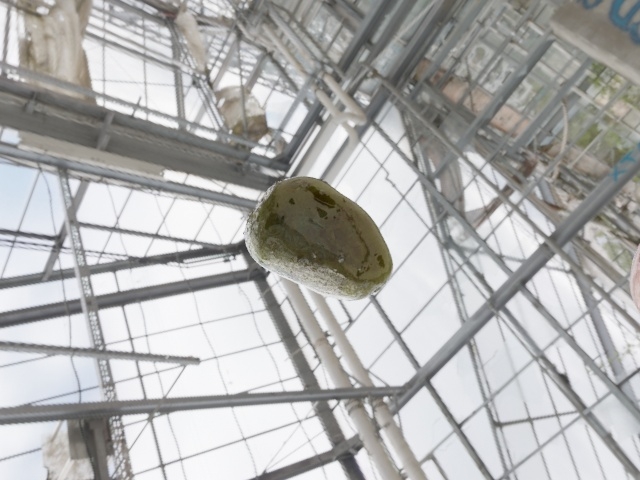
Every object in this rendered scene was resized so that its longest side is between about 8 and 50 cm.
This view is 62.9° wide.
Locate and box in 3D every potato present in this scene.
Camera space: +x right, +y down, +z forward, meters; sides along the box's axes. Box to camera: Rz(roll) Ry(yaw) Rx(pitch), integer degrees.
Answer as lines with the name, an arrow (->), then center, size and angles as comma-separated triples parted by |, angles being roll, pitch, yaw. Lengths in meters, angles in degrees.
potato -> 0.000, 0.000, 1.031 | 0.307, 0.210, 0.173 | 32, 178, 5

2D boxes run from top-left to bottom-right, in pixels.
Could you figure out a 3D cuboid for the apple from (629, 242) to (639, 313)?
apple -> 0.598, 0.062, 0.773 | 0.251, 0.206, 0.272 | 45, 162, 6
